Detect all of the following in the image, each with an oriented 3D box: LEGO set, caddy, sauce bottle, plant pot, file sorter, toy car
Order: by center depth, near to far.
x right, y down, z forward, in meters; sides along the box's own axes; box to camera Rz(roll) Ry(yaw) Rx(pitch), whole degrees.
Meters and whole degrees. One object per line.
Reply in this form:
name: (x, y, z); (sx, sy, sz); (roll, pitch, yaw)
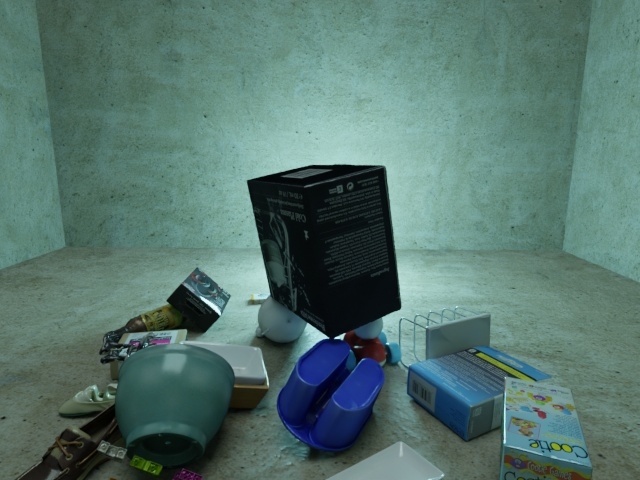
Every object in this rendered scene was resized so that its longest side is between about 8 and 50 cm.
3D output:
LEGO set: (-0.386, 0.524, 0.904); (0.227, 0.093, 0.087); (25, 47, -7)
plant pot: (-0.362, 0.423, 1.023); (0.292, 0.293, 0.196); (-2, 38, -8)
caddy: (0.030, 0.429, 1.167); (0.241, 0.179, 0.341); (30, 21, 19)
file sorter: (0.439, 0.354, 1.489); (0.277, 0.193, 0.173); (-6, 10, -25)
toy car: (0.160, 0.321, 1.519); (0.219, 0.238, 0.210); (-3, 12, -18)
sauce bottle: (-0.705, 0.350, 1.704); (0.111, 0.112, 0.344); (6, 15, 28)

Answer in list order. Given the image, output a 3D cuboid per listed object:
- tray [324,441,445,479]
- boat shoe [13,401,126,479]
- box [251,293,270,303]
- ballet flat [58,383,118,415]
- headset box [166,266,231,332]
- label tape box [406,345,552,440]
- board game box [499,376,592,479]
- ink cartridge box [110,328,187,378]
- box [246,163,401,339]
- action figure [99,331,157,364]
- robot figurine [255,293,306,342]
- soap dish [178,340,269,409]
tray: (0.135, 0.548, 0.935); (0.270, 0.030, 0.145); (-8, 15, -33)
boat shoe: (-0.582, 0.489, 0.978); (0.123, 0.123, 0.342); (6, 13, 26)
box: (-0.287, 0.298, 2.154); (0.136, 0.028, 0.081); (0, 11, -10)
ballet flat: (-0.639, 0.460, 1.227); (0.248, 0.086, 0.086); (-1, 12, -3)
headset box: (-0.534, 0.261, 1.855); (0.218, 0.110, 0.293); (42, 7, -9)
label tape box: (0.476, 0.440, 1.268); (0.347, 0.115, 0.249); (-3, 12, -28)
board game box: (0.453, 0.424, 0.869); (0.144, 0.142, 0.275); (5, 12, 24)
ink cartridge box: (-0.606, 0.401, 1.501); (0.234, 0.088, 0.193); (-2, 11, -13)
box: (0.000, 0.000, 1.431); (0.297, 0.472, 0.480); (-19, 18, -26)
action figure: (-0.548, 0.370, 1.301); (0.275, 0.164, 0.141); (17, 36, 18)
robot figurine: (-0.140, 0.295, 1.737); (0.300, 0.200, 0.353); (-39, 4, 14)
soap dish: (-0.315, 0.411, 1.281); (0.290, 0.118, 0.229); (8, 10, -15)
